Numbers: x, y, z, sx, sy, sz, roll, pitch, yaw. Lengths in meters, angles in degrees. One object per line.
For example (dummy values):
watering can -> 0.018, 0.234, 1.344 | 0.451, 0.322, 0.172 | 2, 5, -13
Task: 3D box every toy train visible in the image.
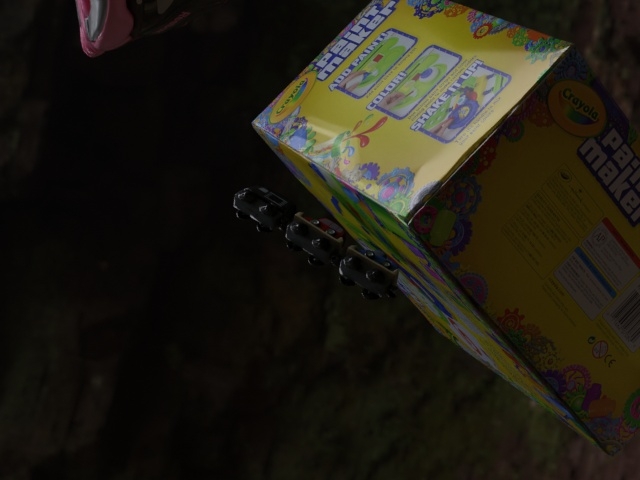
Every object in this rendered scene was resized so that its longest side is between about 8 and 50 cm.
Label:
toy train -> 0.000, 0.000, 1.212 | 0.036, 0.158, 0.027 | -35, -33, -41

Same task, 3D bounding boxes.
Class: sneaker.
sneaker -> -0.061, -0.092, 0.560 | 0.119, 0.057, 0.047 | -138, 35, -72

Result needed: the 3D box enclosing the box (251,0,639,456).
box -> 0.140, -0.024, 1.245 | 0.177, 0.279, 0.290 | -46, -58, -5
